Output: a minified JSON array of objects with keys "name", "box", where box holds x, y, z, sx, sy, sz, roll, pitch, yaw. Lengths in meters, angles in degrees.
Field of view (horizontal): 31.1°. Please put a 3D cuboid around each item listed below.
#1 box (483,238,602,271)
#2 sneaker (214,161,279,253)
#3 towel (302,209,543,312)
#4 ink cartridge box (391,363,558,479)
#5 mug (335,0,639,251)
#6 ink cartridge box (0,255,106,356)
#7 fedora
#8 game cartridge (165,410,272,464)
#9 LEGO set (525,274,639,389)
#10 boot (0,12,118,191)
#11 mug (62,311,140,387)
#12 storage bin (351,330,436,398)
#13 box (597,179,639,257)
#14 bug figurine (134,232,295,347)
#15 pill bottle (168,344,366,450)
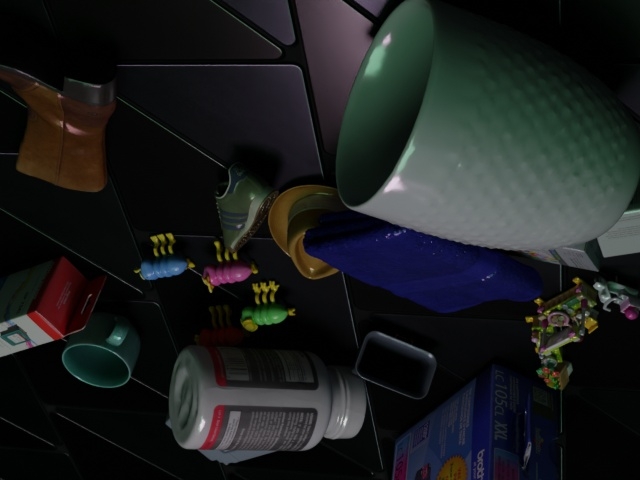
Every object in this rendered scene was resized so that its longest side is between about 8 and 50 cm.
[{"name":"box","box":[0.304,-0.002,1.656,0.186,0.038,0.145,12,172,23]},{"name":"sneaker","box":[-0.129,-0.056,1.788,0.086,0.064,0.192,44,148,5]},{"name":"towel","box":[0.153,0.022,1.700,0.308,0.076,0.227,24,155,-37]},{"name":"ink cartridge box","box":[0.279,0.403,2.005,0.151,0.270,0.395,24,138,-18]},{"name":"mug","box":[0.206,-0.121,1.493,0.328,0.276,0.374,16,170,-18]},{"name":"ink cartridge box","box":[-0.497,0.113,2.014,0.231,0.134,0.078,-18,128,31]},{"name":"fedora","box":[0.000,0.000,1.791,0.194,0.079,0.194,9,139,8]},{"name":"game cartridge","box":[-0.148,0.340,2.223,0.297,0.062,0.198,-22,123,34]},{"name":"LEGO set","box":[0.390,0.169,1.841,0.132,0.107,0.287,19,138,-5]},{"name":"boot","box":[-0.434,-0.201,1.718,0.264,0.096,0.280,13,146,-9]},{"name":"mug","box":[-0.383,0.189,2.092,0.157,0.097,0.129,-12,131,26]},{"name":"storage bin","box":[0.120,0.213,1.989,0.135,0.098,0.091,23,165,-10]},{"name":"box","box":[0.435,-0.045,1.602,0.101,0.102,0.087,-10,131,24]},{"name":"bug figurine","box":[-0.176,0.097,1.952,0.216,0.072,0.279,-13,131,28]},{"name":"pill bottle","box":[-0.088,0.276,1.994,0.318,0.176,0.176,6,143,-25]}]
